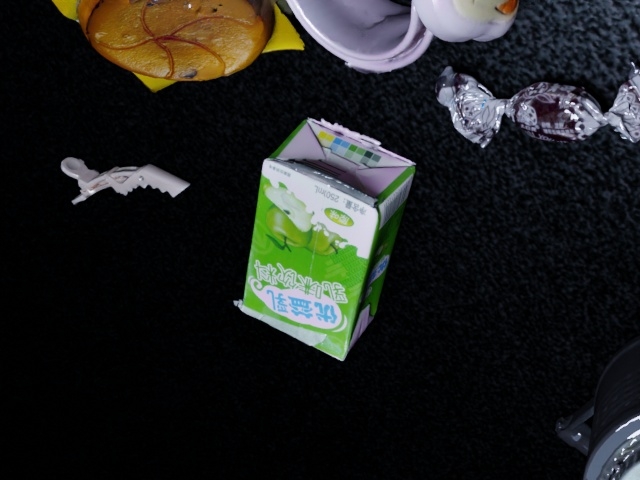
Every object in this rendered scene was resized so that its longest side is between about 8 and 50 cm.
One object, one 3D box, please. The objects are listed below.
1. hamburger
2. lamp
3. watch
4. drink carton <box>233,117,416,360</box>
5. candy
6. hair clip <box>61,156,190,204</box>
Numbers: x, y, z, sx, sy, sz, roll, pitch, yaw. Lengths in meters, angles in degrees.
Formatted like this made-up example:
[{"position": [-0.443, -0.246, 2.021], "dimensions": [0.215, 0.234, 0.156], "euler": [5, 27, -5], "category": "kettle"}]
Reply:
[{"position": [-0.148, -0.266, 0.951], "dimensions": [0.243, 0.138, 0.262], "euler": [-11, 157, 21], "category": "hamburger"}, {"position": [0.367, 0.225, 0.922], "dimensions": [0.205, 0.272, 0.374], "euler": [38, 135, 7], "category": "lamp"}, {"position": [0.052, -0.279, 0.836], "dimensions": [0.217, 0.211, 0.248], "euler": [1, 131, 43], "category": "watch"}, {"position": [0.000, 0.000, 1.117], "dimensions": [0.161, 0.108, 0.271], "euler": [25, 132, 16], "category": "drink carton"}, {"position": [0.223, -0.134, 0.913], "dimensions": [0.226, 0.051, 0.094], "euler": [9, 123, 29], "category": "candy"}, {"position": [-0.279, -0.090, 1.288], "dimensions": [0.226, 0.034, 0.072], "euler": [-2, 119, 34], "category": "hair clip"}]
